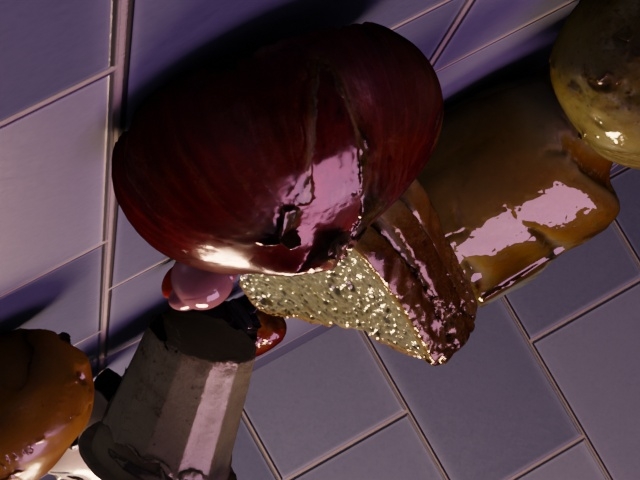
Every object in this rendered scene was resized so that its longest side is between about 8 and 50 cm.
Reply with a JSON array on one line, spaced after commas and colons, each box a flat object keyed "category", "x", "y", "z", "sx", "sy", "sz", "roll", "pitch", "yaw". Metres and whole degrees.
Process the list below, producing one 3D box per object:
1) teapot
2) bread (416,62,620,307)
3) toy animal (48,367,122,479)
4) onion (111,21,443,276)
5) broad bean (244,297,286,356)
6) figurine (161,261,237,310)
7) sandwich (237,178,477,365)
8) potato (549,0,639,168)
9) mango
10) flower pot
[{"category": "teapot", "x": -0.124, "y": 0.117, "z": 2.275, "sx": 0.096, "sy": 0.087, "sz": 0.177, "roll": -35, "pitch": 172, "yaw": 6}, {"category": "bread", "x": 0.202, "y": -0.055, "z": 1.878, "sx": 0.341, "sy": 0.210, "sz": 0.300, "roll": -30, "pitch": 175, "yaw": 1}, {"category": "toy animal", "x": -0.322, "y": 0.261, "z": 2.264, "sx": 0.166, "sy": 0.138, "sz": 0.179, "roll": 20, "pitch": -161, "yaw": 37}, {"category": "onion", "x": -0.026, "y": -0.060, "z": 1.180, "sx": 0.248, "sy": 0.161, "sz": 0.248, "roll": -13, "pitch": -174, "yaw": 1}, {"category": "broad bean", "x": -0.130, "y": 0.140, "z": 2.435, "sx": 0.165, "sy": 0.084, "sz": 0.114, "roll": -24, "pitch": 157, "yaw": 5}, {"category": "figurine", "x": -0.129, "y": 0.042, "z": 1.774, "sx": 0.083, "sy": 0.067, "sz": 0.071, "roll": -46, "pitch": -144, "yaw": -5}, {"category": "sandwich", "x": 0.003, "y": -0.004, "z": 1.661, "sx": 0.288, "sy": 0.254, "sz": 0.099, "roll": 13, "pitch": -121, "yaw": 45}, {"category": "potato", "x": 0.328, "y": -0.169, "z": 1.644, "sx": 0.210, "sy": 0.173, "sz": 0.307, "roll": -56, "pitch": 164, "yaw": -4}, {"category": "mango", "x": -0.332, "y": 0.186, "z": 1.631, "sx": 0.249, "sy": 0.151, "sz": 0.156, "roll": -32, "pitch": -153, "yaw": -7}, {"category": "flower pot", "x": -0.183, "y": 0.203, "z": 2.108, "sx": 0.212, "sy": 0.212, "sz": 0.202, "roll": -18, "pitch": 129, "yaw": -59}]
